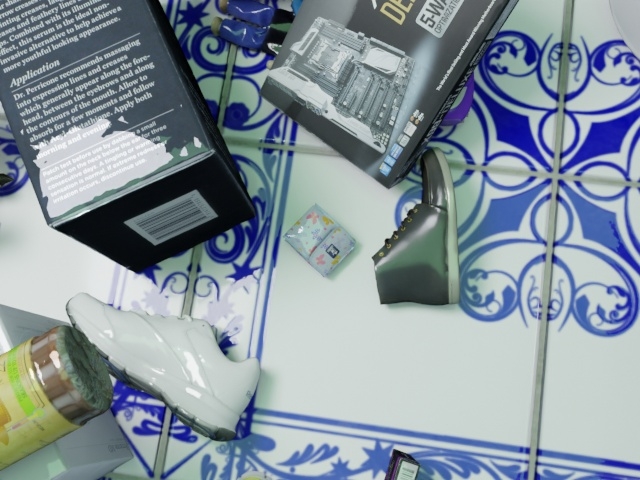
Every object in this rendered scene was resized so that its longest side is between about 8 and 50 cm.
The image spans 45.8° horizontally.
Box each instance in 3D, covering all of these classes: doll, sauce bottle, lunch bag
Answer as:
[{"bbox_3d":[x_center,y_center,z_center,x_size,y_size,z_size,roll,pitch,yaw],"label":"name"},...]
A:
[{"bbox_3d":[-0.065,-0.322,1.150,0.189,0.046,0.129,20,90,8],"label":"doll"},{"bbox_3d":[-0.393,0.214,0.797,0.344,0.111,0.111,-30,77,-2],"label":"sauce bottle"},{"bbox_3d":[0.000,0.000,1.071,0.071,0.053,0.083,-45,87,-4],"label":"lunch bag"}]

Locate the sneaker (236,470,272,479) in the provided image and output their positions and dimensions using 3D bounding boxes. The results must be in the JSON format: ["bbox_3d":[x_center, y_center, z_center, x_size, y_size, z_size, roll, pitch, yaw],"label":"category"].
[{"bbox_3d":[-0.054,0.396,0.966,0.081,0.094,0.208,-37,78,-5],"label":"sneaker"}]

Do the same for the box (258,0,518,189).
[{"bbox_3d":[0.085,-0.264,1.028,0.242,0.076,0.307,38,119,11],"label":"box"}]

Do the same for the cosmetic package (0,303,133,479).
[{"bbox_3d":[-0.376,0.218,0.967,0.138,0.224,0.224,-29,77,-1],"label":"cosmetic package"}]

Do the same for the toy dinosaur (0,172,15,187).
[{"bbox_3d":[-0.549,-0.144,1.054,0.322,0.164,0.218,-14,112,30],"label":"toy dinosaur"}]

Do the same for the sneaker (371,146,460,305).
[{"bbox_3d":[0.127,-0.020,1.048,0.118,0.083,0.222,-4,78,5],"label":"sneaker"}]

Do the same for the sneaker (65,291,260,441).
[{"bbox_3d":[-0.216,0.153,1.044,0.297,0.111,0.129,32,66,7],"label":"sneaker"}]

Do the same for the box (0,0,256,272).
[{"bbox_3d":[-0.276,-0.195,1.016,0.212,0.293,0.395,-25,76,-1],"label":"box"}]

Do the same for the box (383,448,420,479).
[{"bbox_3d":[0.089,0.321,0.935,0.029,0.162,0.116,18,80,5],"label":"box"}]

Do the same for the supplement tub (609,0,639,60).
[{"bbox_3d":[0.556,-0.364,1.030,0.272,0.191,0.191,-29,77,-1],"label":"supplement tub"}]

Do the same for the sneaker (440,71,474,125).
[{"bbox_3d":[0.165,-0.314,1.077,0.102,0.146,0.293,-4,76,4],"label":"sneaker"}]
